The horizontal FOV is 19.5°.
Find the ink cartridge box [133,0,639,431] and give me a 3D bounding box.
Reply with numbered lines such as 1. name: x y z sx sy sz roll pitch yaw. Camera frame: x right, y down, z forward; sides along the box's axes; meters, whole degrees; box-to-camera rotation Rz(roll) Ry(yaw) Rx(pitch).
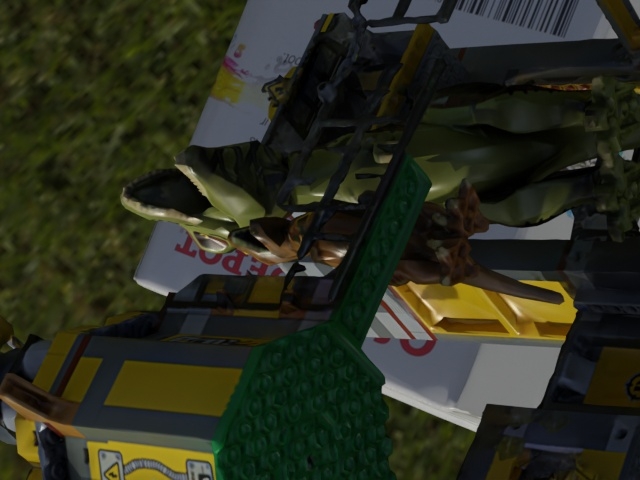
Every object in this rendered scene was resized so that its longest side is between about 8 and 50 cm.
1. ink cartridge box: 0.079 -0.051 0.924 0.198 0.197 0.270 20 87 35

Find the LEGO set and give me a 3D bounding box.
1. LEGO set: 0.000 0.000 0.560 0.192 0.331 0.255 1 154 39
